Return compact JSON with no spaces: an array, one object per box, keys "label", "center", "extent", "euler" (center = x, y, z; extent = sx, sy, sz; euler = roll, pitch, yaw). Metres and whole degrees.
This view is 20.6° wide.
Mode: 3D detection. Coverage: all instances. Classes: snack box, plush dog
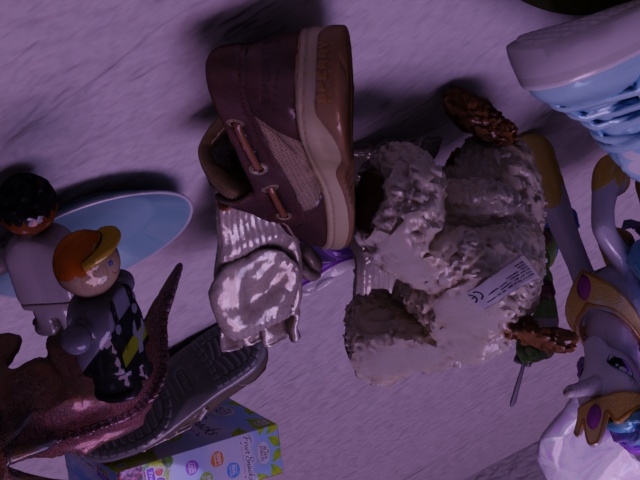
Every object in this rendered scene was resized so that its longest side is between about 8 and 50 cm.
[{"label":"snack box","center":[-0.175,0.249,2.061],"extent":[0.207,0.070,0.174],"euler":[-13,-164,-28]},{"label":"plush dog","center":[0.140,-0.005,1.566],"extent":[0.210,0.225,0.262],"euler":[11,136,9]}]

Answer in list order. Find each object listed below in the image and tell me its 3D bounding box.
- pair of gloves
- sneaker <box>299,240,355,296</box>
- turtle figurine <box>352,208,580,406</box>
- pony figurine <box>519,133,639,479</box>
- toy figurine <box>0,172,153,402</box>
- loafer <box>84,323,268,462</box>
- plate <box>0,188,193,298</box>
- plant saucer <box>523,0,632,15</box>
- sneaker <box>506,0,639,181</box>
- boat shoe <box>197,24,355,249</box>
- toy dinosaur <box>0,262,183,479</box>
[{"label":"pair of gloves","center":[0.005,0.006,1.611],"extent":[0.240,0.042,0.204],"euler":[-17,131,-28]},{"label":"sneaker","center":[0.000,0.000,1.732],"extent":[0.170,0.068,0.071],"euler":[-22,131,16]},{"label":"turtle figurine","center":[0.144,0.065,1.853],"extent":[0.275,0.198,0.266],"euler":[-38,157,27]},{"label":"pony figurine","center":[0.315,0.104,1.726],"extent":[0.303,0.363,0.351],"euler":[-23,137,26]},{"label":"toy figurine","center":[-0.245,0.049,1.293],"extent":[0.209,0.148,0.213],"euler":[-24,-152,-16]},{"label":"loafer","center":[-0.158,0.177,1.960],"extent":[0.251,0.094,0.087],"euler":[-28,158,12]},{"label":"plate","center":[-0.200,-0.003,1.498],"extent":[0.188,0.024,0.188],"euler":[-22,163,-7]},{"label":"plant saucer","center":[0.257,-0.241,1.367],"extent":[0.241,0.037,0.241],"euler":[-22,163,-7]},{"label":"sneaker","center":[0.269,-0.118,1.440],"extent":[0.135,0.150,0.366],"euler":[-17,179,30]},{"label":"boat shoe","center":[-0.035,-0.076,1.381],"extent":[0.123,0.123,0.342],"euler":[0,166,2]},{"label":"toy dinosaur","center":[-0.212,0.137,1.397],"extent":[0.296,0.127,0.200],"euler":[-27,-157,-11]}]
